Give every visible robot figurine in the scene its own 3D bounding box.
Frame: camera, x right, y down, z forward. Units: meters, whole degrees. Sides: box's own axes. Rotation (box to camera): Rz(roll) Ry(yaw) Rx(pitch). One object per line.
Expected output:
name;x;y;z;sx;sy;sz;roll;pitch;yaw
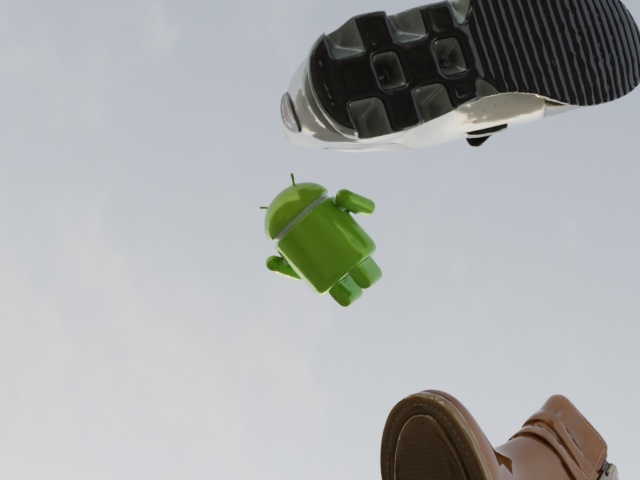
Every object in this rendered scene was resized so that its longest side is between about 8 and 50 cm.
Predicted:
robot figurine;0.000;0.000;0.914;0.115;0.067;0.101;48;-66;5

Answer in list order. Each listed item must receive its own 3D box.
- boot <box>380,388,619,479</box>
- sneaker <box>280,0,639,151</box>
boot;0.172;0.196;0.934;0.109;0.220;0.283;-12;-67;44
sneaker;0.115;-0.142;0.923;0.146;0.330;0.122;152;-74;-66
